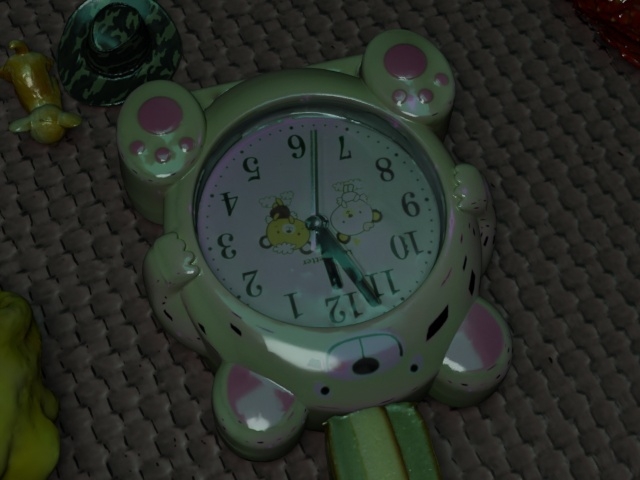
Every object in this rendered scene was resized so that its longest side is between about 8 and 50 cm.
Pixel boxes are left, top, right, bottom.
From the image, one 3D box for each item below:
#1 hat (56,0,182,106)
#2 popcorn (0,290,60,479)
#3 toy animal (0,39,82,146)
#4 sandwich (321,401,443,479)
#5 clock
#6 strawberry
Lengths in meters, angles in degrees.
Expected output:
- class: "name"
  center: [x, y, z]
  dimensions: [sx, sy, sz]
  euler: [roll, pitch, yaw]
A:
- class: "hat"
  center: [-0.179, -0.174, 1.047]
  dimensions: [0.121, 0.050, 0.121]
  euler: [1, 68, -2]
- class: "popcorn"
  center: [-0.336, 0.117, 0.800]
  dimensions: [0.316, 0.281, 0.297]
  euler: [24, 49, -5]
- class: "toy animal"
  center: [-0.238, -0.121, 1.010]
  dimensions: [0.060, 0.081, 0.083]
  euler: [-14, 47, -12]
- class: "sandwich"
  center: [0.052, 0.215, 0.860]
  dimensions: [0.079, 0.113, 0.163]
  euler: [-12, 58, -7]
- class: "clock"
  center: [0.000, 0.000, 0.944]
  dimensions: [0.284, 0.114, 0.309]
  euler: [-13, 68, -10]
- class: "strawberry"
  center: [0.300, -0.208, 1.080]
  dimensions: [0.188, 0.082, 0.121]
  euler: [26, 47, 18]
